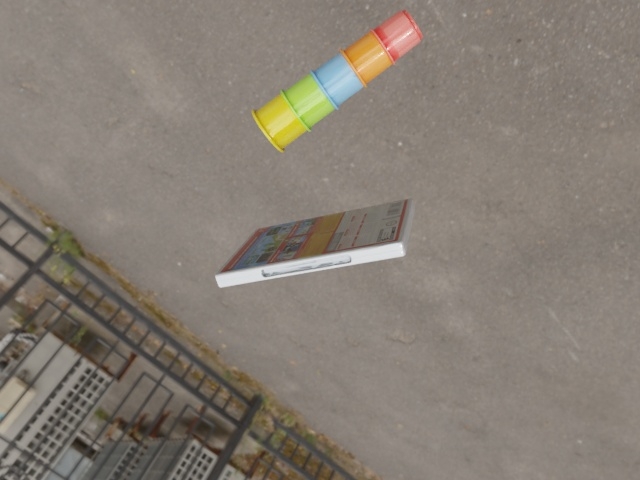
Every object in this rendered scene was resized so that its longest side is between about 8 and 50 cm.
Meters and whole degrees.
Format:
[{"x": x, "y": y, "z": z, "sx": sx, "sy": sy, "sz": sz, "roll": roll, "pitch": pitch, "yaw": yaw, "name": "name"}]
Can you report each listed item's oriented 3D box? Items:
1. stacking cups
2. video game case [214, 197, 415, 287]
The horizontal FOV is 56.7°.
[{"x": 0.027, "y": -0.288, "z": 1.039, "sx": 0.316, "sy": 0.096, "sz": 0.096, "roll": -37, "pitch": 113, "yaw": 10, "name": "stacking cups"}, {"x": 0.000, "y": 0.000, "z": 0.927, "sx": 0.285, "sy": 0.204, "sz": 0.025, "roll": -10, "pitch": 109, "yaw": 17, "name": "video game case"}]
